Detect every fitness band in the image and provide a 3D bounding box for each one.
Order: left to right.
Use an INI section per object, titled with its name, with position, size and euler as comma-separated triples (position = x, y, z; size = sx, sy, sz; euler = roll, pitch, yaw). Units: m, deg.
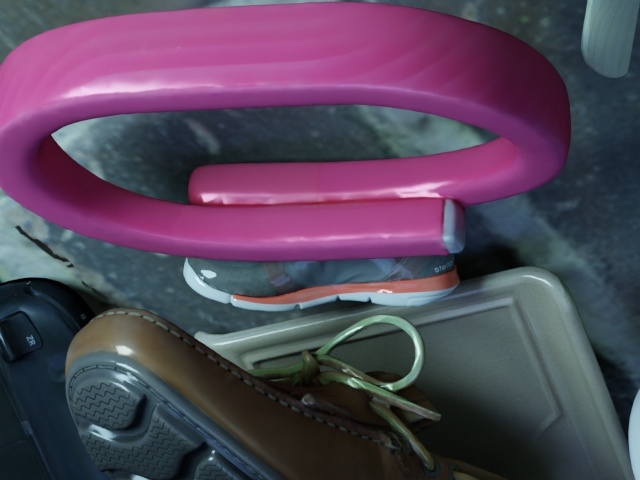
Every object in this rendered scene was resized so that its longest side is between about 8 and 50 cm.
[fitness band]
position = -0.022, -0.047, 0.835
size = 0.290, 0.054, 0.209
euler = -3, 160, 15

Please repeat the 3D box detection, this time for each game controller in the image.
[game controller]
position = -0.166, 0.183, 1.043
size = 0.166, 0.067, 0.319
euler = -18, 101, 23

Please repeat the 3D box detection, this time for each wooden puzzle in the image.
[wooden puzzle]
position = 0.066, 0.104, 1.071
size = 0.238, 0.044, 0.221
euler = -10, 136, 18

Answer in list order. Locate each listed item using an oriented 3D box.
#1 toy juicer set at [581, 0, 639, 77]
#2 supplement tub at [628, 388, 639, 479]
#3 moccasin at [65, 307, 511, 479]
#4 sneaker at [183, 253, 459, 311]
[toy juicer set]
position = 0.032, -0.212, 0.720
size = 0.329, 0.089, 0.209
euler = 14, 115, -25
[supplement tub]
position = 0.325, 0.090, 0.937
size = 0.191, 0.191, 0.272
euler = 27, 131, -25
[moccasin]
position = 0.015, 0.130, 0.982
size = 0.380, 0.147, 0.139
euler = 29, 150, -29
[sneaker]
position = 0.000, 0.000, 0.961
size = 0.157, 0.061, 0.065
euler = -2, 113, -1
